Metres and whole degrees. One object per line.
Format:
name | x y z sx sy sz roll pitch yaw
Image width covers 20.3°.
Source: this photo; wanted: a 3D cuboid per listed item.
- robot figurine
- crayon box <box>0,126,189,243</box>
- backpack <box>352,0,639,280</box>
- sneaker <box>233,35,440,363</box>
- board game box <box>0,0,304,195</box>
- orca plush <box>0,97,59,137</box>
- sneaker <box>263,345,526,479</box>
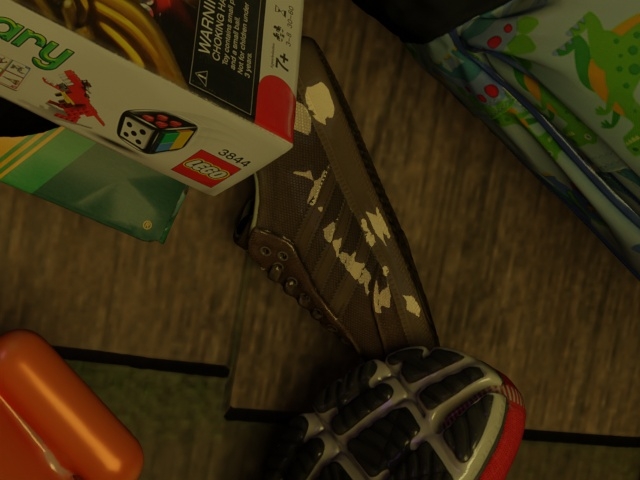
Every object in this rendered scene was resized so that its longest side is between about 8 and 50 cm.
robot figurine | -0.164 0.113 0.747 0.158 0.128 0.219 -48 114 -18
crayon box | -0.160 -0.129 0.718 0.278 0.081 0.165 23 94 -23
backpack | 0.225 -0.069 0.757 0.290 0.273 0.355 -39 112 1
sneaker | 0.000 0.000 0.827 0.071 0.066 0.188 -21 107 6
board game box | -0.087 -0.187 0.638 0.193 0.053 0.305 25 53 -33
orca plush | -0.175 -0.140 0.609 0.151 0.102 0.287 -34 111 -10
sneaker | 0.024 0.166 0.838 0.118 0.107 0.279 15 117 -32
